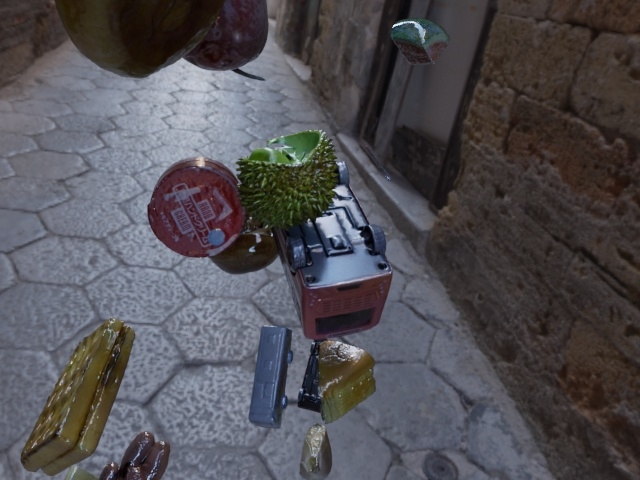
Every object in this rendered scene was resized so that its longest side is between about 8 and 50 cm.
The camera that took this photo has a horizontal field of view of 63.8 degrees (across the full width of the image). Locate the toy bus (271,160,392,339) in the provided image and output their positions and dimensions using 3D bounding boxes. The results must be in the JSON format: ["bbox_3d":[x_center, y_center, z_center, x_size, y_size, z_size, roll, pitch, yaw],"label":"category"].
[{"bbox_3d":[0.000,0.000,1.164,0.202,0.233,0.427,-8,42,-13],"label":"toy bus"}]

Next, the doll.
[{"bbox_3d":[-0.504,0.646,1.307,0.201,0.304,0.156,18,-16,16],"label":"doll"}]

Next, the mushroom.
[{"bbox_3d":[-0.235,0.003,1.690,0.283,0.195,0.263,-33,17,-3],"label":"mushroom"}]

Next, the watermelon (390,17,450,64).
[{"bbox_3d":[0.155,-0.321,0.834,0.092,0.072,0.084,-12,26,-19],"label":"watermelon"}]

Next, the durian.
[{"bbox_3d":[-0.065,-0.118,1.002,0.199,0.177,0.237,7,30,4],"label":"durian"}]

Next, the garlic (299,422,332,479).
[{"bbox_3d":[-0.015,0.578,1.359,0.086,0.102,0.195,-4,9,8],"label":"garlic"}]

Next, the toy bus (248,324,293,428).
[{"bbox_3d":[-0.094,0.260,0.992,0.064,0.075,0.191,3,69,9],"label":"toy bus"}]

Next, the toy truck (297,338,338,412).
[{"bbox_3d":[0.001,0.482,1.834,0.107,0.114,0.253,10,68,14],"label":"toy truck"}]

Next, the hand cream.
[{"bbox_3d":[-0.289,-0.084,1.223,0.230,0.231,0.149,5,19,-12],"label":"hand cream"}]

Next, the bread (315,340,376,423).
[{"bbox_3d":[0.022,0.333,1.243,0.169,0.140,0.160,-26,29,-32],"label":"bread"}]

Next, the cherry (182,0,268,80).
[{"bbox_3d":[-0.272,-0.614,1.353,0.291,0.335,0.326,3,8,-11],"label":"cherry"}]

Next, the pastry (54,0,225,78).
[{"bbox_3d":[-0.272,-0.427,0.832,0.163,0.356,0.356,41,30,2],"label":"pastry"}]

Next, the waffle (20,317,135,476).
[{"bbox_3d":[-0.559,0.359,1.207,0.098,0.224,0.328,39,34,-27],"label":"waffle"}]

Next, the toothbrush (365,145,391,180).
[{"bbox_3d":[0.111,-0.147,0.987,0.097,0.008,0.006,47,1,-38],"label":"toothbrush"}]

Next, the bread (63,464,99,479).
[{"bbox_3d":[-0.729,0.782,1.522,0.139,0.060,0.178,48,34,-25],"label":"bread"}]
